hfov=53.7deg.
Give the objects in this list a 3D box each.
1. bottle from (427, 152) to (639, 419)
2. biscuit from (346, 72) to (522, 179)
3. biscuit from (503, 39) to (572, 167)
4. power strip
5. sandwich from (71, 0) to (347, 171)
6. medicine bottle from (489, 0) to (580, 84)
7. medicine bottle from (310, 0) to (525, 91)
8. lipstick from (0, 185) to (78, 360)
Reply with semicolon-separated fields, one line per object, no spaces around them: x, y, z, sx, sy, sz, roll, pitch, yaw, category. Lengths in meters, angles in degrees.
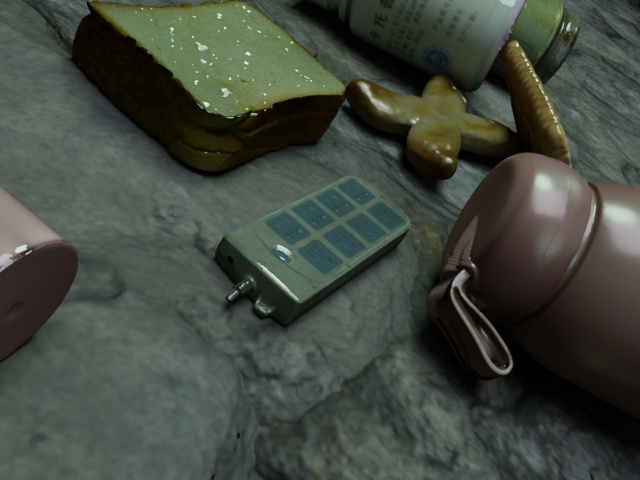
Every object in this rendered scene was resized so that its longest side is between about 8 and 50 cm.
0.244;0.059;0.517;0.296;0.173;0.207;29;70;-6;bottle
0.143;-0.142;0.769;0.164;0.047;0.207;45;39;22;biscuit
0.275;-0.136;0.803;0.250;0.030;0.160;-88;158;-49;biscuit
0.000;0.000;0.513;0.080;0.029;0.227;42;37;13;power strip
-0.092;-0.158;0.601;0.186;0.065;0.214;42;37;12;sandwich
0.251;-0.384;1.041;0.322;0.151;0.151;25;37;-10;medicine bottle
0.127;-0.342;0.879;0.292;0.170;0.170;29;36;6;medicine bottle
-0.280;-0.063;0.332;0.326;0.087;0.087;37;36;6;lipstick
